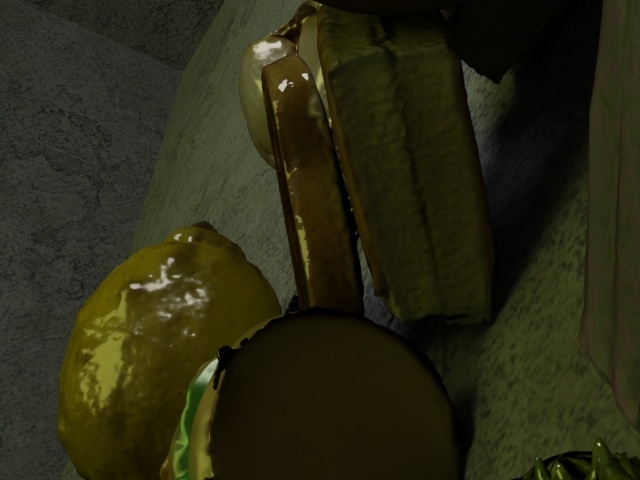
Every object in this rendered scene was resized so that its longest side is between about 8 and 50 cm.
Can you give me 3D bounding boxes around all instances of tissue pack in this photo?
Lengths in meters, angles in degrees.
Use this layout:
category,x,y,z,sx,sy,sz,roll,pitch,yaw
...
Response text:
category,x,y,z,sx,sy,sz,roll,pitch,yaw
tissue pack,0.191,-0.305,0.976,0.257,0.123,0.215,-51,22,40

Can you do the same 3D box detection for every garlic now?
category,x,y,z,sx,sy,sz,roll,pitch,yaw
garlic,0.024,-0.175,1.253,0.281,0.184,0.203,-31,62,32

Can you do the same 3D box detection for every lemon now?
category,x,y,z,sx,sy,sz,roll,pitch,yaw
lemon,-0.161,0.152,1.232,0.316,0.285,0.285,-53,16,-4

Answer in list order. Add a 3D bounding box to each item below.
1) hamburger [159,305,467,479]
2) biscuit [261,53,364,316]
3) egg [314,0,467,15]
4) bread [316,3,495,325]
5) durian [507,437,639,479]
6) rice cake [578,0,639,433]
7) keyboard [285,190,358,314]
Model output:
category,x,y,z,sx,sy,sz,roll,pitch,yaw
hamburger,-0.012,0.175,0.831,0.149,0.237,0.237,-40,32,56
biscuit,0.002,0.000,0.989,0.287,0.057,0.344,-121,21,-80
egg,0.047,-0.317,0.780,0.301,0.301,0.374,-65,15,7
bread,0.071,-0.080,0.908,0.239,0.111,0.246,-94,-8,-64
durian,0.121,0.195,0.331,0.291,0.291,0.225,-59,28,26
rice cake,0.182,-0.038,0.577,0.106,0.050,0.298,-105,9,-62
keyboard,0.005,0.032,1.282,0.231,0.023,0.072,-64,19,10
